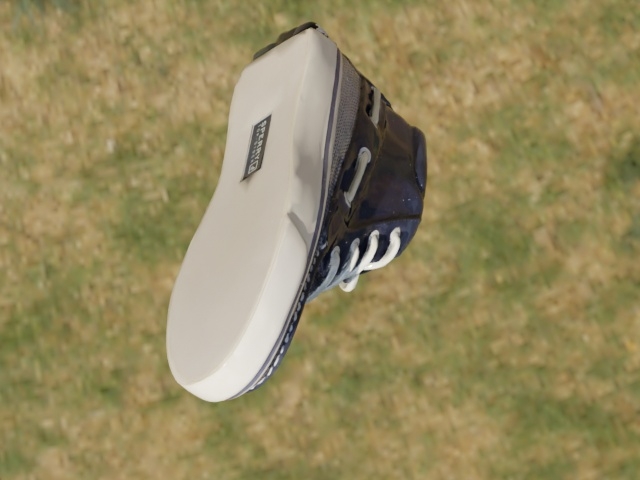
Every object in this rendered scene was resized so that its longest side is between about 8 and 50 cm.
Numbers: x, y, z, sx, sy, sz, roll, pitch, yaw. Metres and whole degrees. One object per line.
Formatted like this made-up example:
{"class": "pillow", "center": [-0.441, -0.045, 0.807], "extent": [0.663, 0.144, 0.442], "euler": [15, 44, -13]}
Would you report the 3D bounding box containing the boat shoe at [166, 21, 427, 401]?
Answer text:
{"class": "boat shoe", "center": [0.000, 0.000, 1.313], "extent": [0.158, 0.340, 0.127], "euler": [38, 137, -28]}
